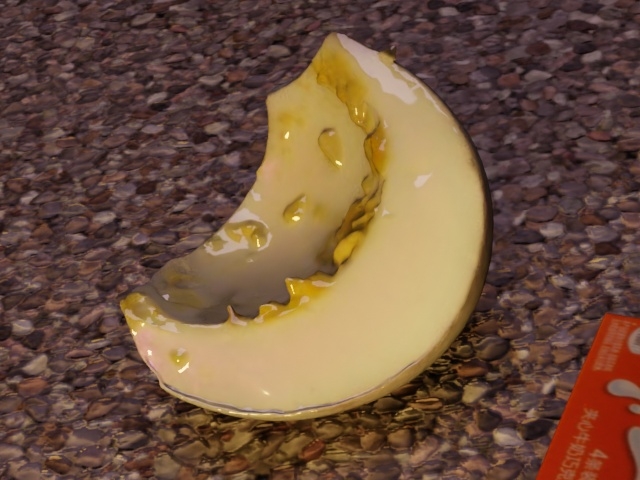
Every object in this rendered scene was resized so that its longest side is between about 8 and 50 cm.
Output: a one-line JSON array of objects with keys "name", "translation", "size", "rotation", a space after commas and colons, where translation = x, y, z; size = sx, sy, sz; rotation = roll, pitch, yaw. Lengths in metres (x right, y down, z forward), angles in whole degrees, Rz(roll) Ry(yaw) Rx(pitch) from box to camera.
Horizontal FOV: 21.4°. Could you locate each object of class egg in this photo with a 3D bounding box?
[{"name": "egg", "translation": [0.013, 0.013, 1.175], "size": [0.206, 0.162, 0.271], "rotation": [27, 84, 11]}]

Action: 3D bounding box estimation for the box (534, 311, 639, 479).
[{"name": "box", "translation": [0.253, 0.163, 0.965], "size": [0.265, 0.048, 0.273], "rotation": [11, 40, 19]}]
